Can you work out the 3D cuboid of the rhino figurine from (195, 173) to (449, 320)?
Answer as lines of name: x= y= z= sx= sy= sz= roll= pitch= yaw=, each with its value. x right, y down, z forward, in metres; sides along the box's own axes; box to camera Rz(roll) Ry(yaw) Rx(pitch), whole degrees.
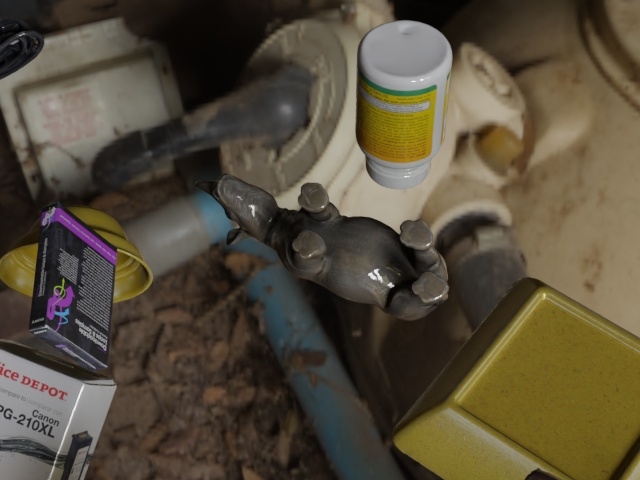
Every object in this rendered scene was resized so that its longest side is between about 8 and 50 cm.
rhino figurine: x=0.000 y=0.000 z=1.068 sx=0.243 sy=0.106 sz=0.073 roll=22 pitch=76 yaw=13

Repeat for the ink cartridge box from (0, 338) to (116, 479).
ink cartridge box: x=-0.378 y=0.256 z=1.563 sx=0.172 sy=0.100 sz=0.237 roll=19 pitch=87 yaw=17

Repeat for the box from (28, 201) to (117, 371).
box: x=-0.279 y=0.053 z=1.442 sx=0.029 sy=0.116 sz=0.162 roll=-17 pitch=54 yaw=21

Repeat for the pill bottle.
pill bottle: x=0.103 y=-0.166 z=1.615 sx=0.117 sy=0.208 sz=0.117 roll=-1 pitch=51 yaw=1

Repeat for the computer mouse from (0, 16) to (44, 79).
computer mouse: x=-0.325 y=-0.116 z=0.843 sx=0.184 sy=0.262 sz=0.060 roll=-32 pitch=79 yaw=22

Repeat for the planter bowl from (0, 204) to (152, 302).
planter bowl: x=-0.345 y=0.010 z=1.805 sx=0.217 sy=0.217 sz=0.090 roll=-2 pitch=64 yaw=3

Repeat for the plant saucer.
plant saucer: x=0.314 y=0.208 z=1.618 sx=0.333 sy=0.081 sz=0.333 roll=31 pitch=57 yaw=21

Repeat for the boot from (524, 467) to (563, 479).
boot: x=0.155 y=0.166 z=0.498 sx=0.207 sy=0.248 sz=0.090 roll=37 pitch=79 yaw=22
